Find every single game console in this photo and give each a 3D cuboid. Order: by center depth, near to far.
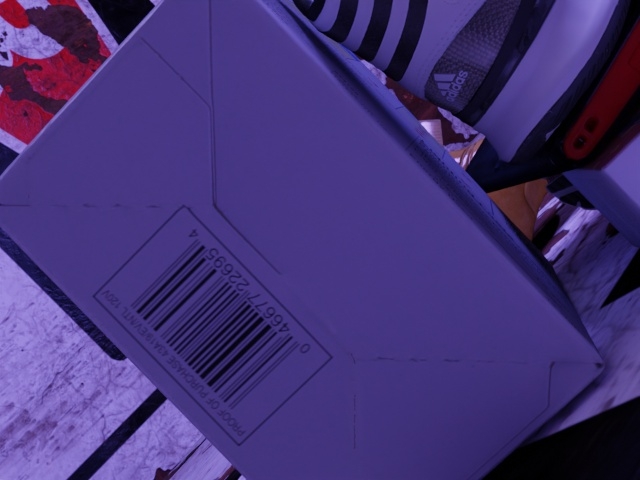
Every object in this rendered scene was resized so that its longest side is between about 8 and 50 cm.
[{"bbox_3d":[0.243,-0.194,0.888,0.342,0.060,0.386,-54,1,-1],"label":"game console"}]

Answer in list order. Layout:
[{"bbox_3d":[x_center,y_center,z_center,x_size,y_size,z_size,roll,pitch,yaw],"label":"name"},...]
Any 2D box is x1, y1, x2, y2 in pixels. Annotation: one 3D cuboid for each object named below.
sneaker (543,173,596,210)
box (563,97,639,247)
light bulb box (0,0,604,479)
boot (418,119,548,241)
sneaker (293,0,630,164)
[{"bbox_3d":[0.326,-0.126,0.974,0.279,0.107,0.118,-41,-16,21],"label":"sneaker"},{"bbox_3d":[0.255,-0.064,0.747,0.130,0.091,0.170,-45,1,5],"label":"box"},{"bbox_3d":[0.000,0.000,0.831,0.225,0.358,0.361,-44,0,10],"label":"light bulb box"},{"bbox_3d":[0.218,-0.050,1.159,0.104,0.295,0.211,76,-170,-49],"label":"boot"},{"bbox_3d":[0.116,-0.269,0.807,0.169,0.257,0.447,-58,2,45],"label":"sneaker"}]
